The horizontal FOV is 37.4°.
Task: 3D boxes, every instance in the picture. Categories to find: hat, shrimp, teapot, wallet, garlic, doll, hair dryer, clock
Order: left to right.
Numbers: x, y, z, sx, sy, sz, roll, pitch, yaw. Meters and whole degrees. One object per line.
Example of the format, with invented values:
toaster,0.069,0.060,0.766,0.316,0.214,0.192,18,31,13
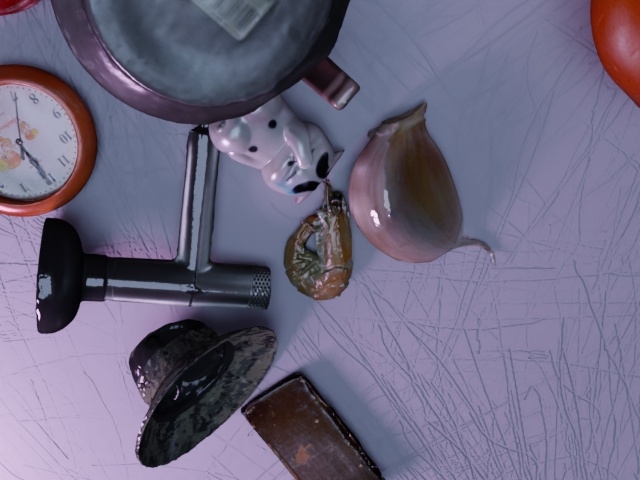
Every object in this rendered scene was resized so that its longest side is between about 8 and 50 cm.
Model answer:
clock,-0.401,-0.132,1.262,0.205,0.051,0.205,-1,108,-3
hair dryer,-0.235,-0.030,1.301,0.320,0.155,0.284,-5,89,-13
hat,-0.192,0.181,1.328,0.128,0.265,0.265,44,105,19
teapot,-0.114,-0.289,1.059,0.376,0.362,0.305,38,100,-25
doll,-0.059,-0.130,1.240,0.180,0.107,0.110,40,100,-18
wallet,-0.008,0.311,1.438,0.122,0.031,0.232,-32,105,13
shrimp,0.000,0.000,1.332,0.099,0.041,0.180,9,110,11
garlic,0.129,-0.031,1.301,0.148,0.128,0.267,-21,119,18

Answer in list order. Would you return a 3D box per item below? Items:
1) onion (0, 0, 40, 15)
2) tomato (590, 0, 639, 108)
onion,-0.399,-0.386,1.086,0.272,0.230,0.256,-20,109,-3
tomato,0.480,-0.281,1.121,0.321,0.321,0.322,-1,109,-2
